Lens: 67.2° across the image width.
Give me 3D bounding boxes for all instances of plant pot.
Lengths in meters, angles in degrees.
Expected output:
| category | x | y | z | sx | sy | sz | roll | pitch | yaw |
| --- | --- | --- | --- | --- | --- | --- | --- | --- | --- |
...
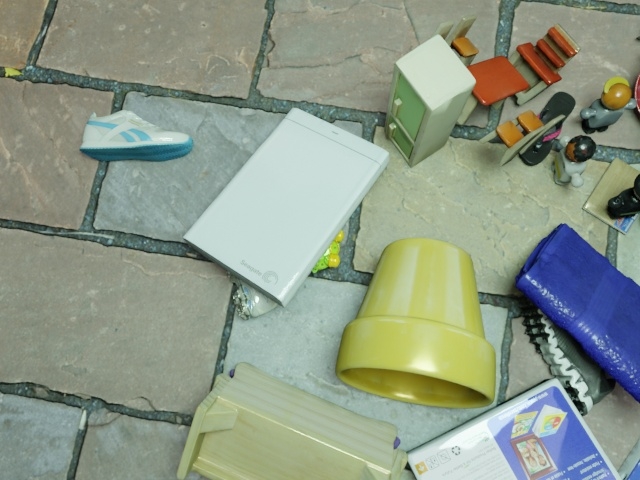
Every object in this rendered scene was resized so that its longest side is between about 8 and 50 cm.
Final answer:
| category | x | y | z | sx | sy | sz | roll | pitch | yaw |
| --- | --- | --- | --- | --- | --- | --- | --- | --- | --- |
| plant pot | 0.169 | 0.137 | 0.825 | 0.253 | 0.254 | 0.239 | 10 | 63 | 5 |

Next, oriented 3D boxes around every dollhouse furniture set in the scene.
| category | x | y | z | sx | sy | sz | roll | pitch | yaw |
| --- | --- | --- | --- | --- | --- | --- | --- | --- | --- |
| dollhouse furniture set | 0.350 | -0.308 | 0.891 | 0.259 | 0.135 | 0.262 | -28 | 77 | -34 |

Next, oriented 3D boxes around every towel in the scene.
| category | x | y | z | sx | sy | sz | roll | pitch | yaw |
| --- | --- | --- | --- | --- | --- | --- | --- | --- | --- |
| towel | 0.491 | 0.129 | 0.844 | 0.308 | 0.076 | 0.227 | 46 | 49 | 12 |

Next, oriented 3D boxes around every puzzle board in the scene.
| category | x | y | z | sx | sy | sz | roll | pitch | yaw |
| --- | --- | --- | --- | --- | --- | --- | --- | --- | --- |
| puzzle board | 0.593 | -0.088 | 0.954 | 0.096 | 0.011 | 0.128 | 35 | 83 | 8 |

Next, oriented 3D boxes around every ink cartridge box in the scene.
| category | x | y | z | sx | sy | sz | roll | pitch | yaw |
| --- | --- | --- | --- | --- | --- | --- | --- | --- | --- |
| ink cartridge box | 0.348 | 0.441 | 0.810 | 0.303 | 0.072 | 0.308 | -26 | 72 | -2 |

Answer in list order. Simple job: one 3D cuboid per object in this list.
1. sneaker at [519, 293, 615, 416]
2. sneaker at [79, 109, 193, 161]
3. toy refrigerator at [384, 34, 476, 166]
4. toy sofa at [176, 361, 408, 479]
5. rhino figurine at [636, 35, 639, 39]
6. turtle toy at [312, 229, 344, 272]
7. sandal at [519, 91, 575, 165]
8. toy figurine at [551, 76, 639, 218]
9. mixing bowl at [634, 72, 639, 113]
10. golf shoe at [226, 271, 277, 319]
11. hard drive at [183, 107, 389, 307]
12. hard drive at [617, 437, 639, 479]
| category | x | y | z | sx | sy | sz | roll | pitch | yaw |
| --- | --- | --- | --- | --- | --- | --- | --- | --- | --- |
| sneaker | 0.452 | 0.187 | 0.876 | 0.106 | 0.078 | 0.235 | -22 | 80 | -8 |
| sneaker | -0.375 | -0.217 | 0.987 | 0.228 | 0.087 | 0.093 | 2 | 77 | 1 |
| toy refrigerator | 0.182 | -0.233 | 0.869 | 0.094 | 0.269 | 0.102 | -33 | 80 | -2 |
| toy sofa | -0.043 | 0.371 | 0.840 | 0.362 | 0.177 | 0.150 | 21 | 105 | 6 |
| rhino figurine | 0.748 | -0.453 | 0.988 | 0.243 | 0.073 | 0.106 | -38 | 83 | -3 |
| turtle toy | 0.000 | 0.000 | 0.935 | 0.095 | 0.066 | 0.130 | 9 | 78 | 10 |
| sandal | 0.458 | -0.234 | 0.973 | 0.067 | 0.040 | 0.179 | 33 | 82 | 8 |
| toy figurine | 0.562 | -0.168 | 0.890 | 0.209 | 0.148 | 0.213 | 38 | 84 | 17 |
| mixing bowl | 0.717 | -0.296 | 0.928 | 0.181 | 0.098 | 0.182 | 10 | 107 | 35 |
| golf shoe | -0.137 | 0.063 | 0.942 | 0.085 | 0.069 | 0.176 | -10 | 77 | -25 |
| hard drive | -0.060 | -0.079 | 0.914 | 0.232 | 0.047 | 0.353 | 30 | 72 | 19 |
| hard drive | 0.644 | 0.518 | 0.816 | 0.318 | 0.040 | 0.210 | 38 | 83 | 9 |
